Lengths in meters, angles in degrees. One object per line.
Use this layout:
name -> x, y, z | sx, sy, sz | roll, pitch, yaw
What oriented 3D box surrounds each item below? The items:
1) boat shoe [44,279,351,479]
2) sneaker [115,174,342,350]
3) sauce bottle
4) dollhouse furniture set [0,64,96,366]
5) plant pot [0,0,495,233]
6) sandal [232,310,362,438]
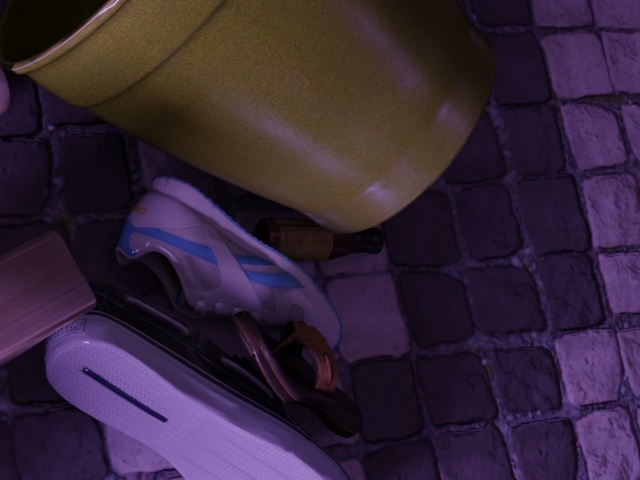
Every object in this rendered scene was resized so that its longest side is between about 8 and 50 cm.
boat shoe -> -0.088, 0.145, 1.549 | 0.335, 0.121, 0.119 | 41, 36, -22
sneaker -> -0.083, 0.041, 1.616 | 0.229, 0.087, 0.092 | 36, 72, -8
sauce bottle -> 0.000, 0.000, 1.690 | 0.128, 0.042, 0.042 | 3, 72, -26
dollhouse furniture set -> -0.387, -0.051, 1.365 | 0.362, 0.256, 0.394 | -30, 90, -36
plant pot -> -0.042, -0.196, 1.585 | 0.353, 0.366, 0.366 | 39, 59, -26
sandal -> -0.010, 0.112, 1.566 | 0.219, 0.060, 0.090 | 43, 9, -49
